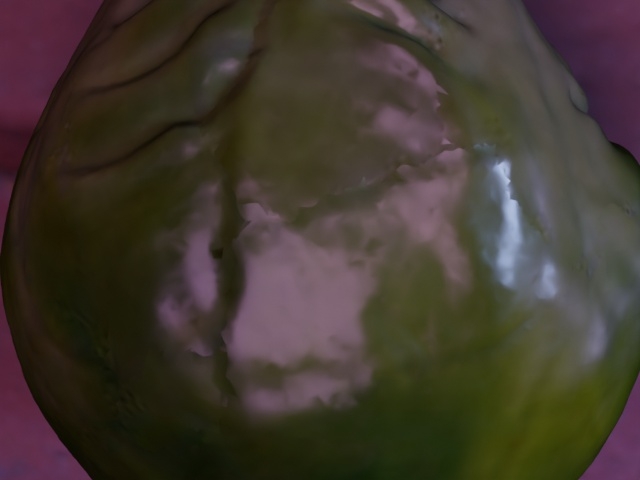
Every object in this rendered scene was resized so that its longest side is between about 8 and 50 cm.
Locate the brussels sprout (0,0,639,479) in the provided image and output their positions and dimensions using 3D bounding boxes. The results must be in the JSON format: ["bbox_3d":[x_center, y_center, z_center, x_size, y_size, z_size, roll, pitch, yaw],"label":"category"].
[{"bbox_3d":[-0.004,0.001,0.497,0.161,0.143,0.181,-14,91,40],"label":"brussels sprout"}]
